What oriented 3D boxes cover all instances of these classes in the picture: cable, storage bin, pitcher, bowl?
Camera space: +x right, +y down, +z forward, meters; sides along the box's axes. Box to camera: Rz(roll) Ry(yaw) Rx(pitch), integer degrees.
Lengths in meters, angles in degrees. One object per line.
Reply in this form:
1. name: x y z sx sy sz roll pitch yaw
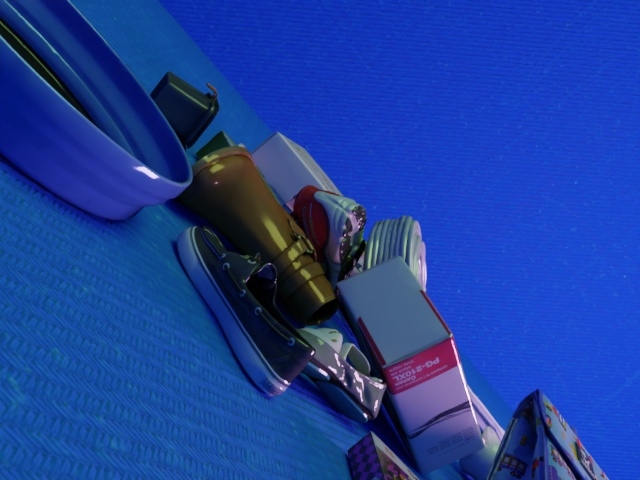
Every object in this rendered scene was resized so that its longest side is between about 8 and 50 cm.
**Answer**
1. cable: 0.117 0.087 1.445 0.257 0.089 0.257 -68 157 -62
2. storage bin: -0.224 -0.225 1.491 0.091 0.098 0.135 36 11 -21
3. pitcher: 0.329 0.415 1.511 0.207 0.125 0.178 40 -9 19
4. bowl: -0.279 -0.178 0.869 0.391 0.077 0.391 49 7 -8

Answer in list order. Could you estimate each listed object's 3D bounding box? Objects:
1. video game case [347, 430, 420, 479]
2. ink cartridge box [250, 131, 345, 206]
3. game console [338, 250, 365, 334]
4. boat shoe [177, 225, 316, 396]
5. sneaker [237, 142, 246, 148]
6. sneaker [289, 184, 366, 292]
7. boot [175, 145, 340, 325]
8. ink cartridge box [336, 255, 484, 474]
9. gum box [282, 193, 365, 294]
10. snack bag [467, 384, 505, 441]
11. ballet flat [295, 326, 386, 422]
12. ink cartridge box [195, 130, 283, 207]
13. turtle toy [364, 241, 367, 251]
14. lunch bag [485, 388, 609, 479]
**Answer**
1. video game case: 0.118 0.318 0.896 0.210 0.042 0.232 47 7 -15
2. ink cartridge box: -0.040 -0.094 1.843 0.201 0.117 0.278 51 7 7
3. game console: 0.100 0.163 1.740 0.250 0.173 0.293 9 28 -29
4. boat shoe: -0.074 0.053 0.941 0.080 0.076 0.228 43 10 -48
5. sneaker: -0.146 -0.133 1.650 0.070 0.051 0.134 51 9 -7
6. sneaker: 0.000 0.000 1.388 0.118 0.107 0.279 29 -28 12
7. boot: -0.075 0.008 1.184 0.220 0.109 0.283 56 1 17
8. ink cartridge box: 0.120 0.168 1.214 0.172 0.100 0.237 -119 -174 -50
9. gum box: -0.003 0.002 1.617 0.188 0.062 0.107 49 28 5
10. snack bag: 0.302 0.335 1.837 0.343 0.037 0.323 54 -1 -17
11. ballet flat: 0.008 0.136 1.034 0.072 0.068 0.213 8 -27 39
12. ink cartridge box: -0.118 -0.075 1.446 0.109 0.062 0.209 46 8 -40
13. turtle toy: 0.075 0.042 1.897 0.095 0.130 0.066 30 44 -20
14. lunch bag: 0.352 0.374 1.340 0.221 0.138 0.293 49 29 -9
